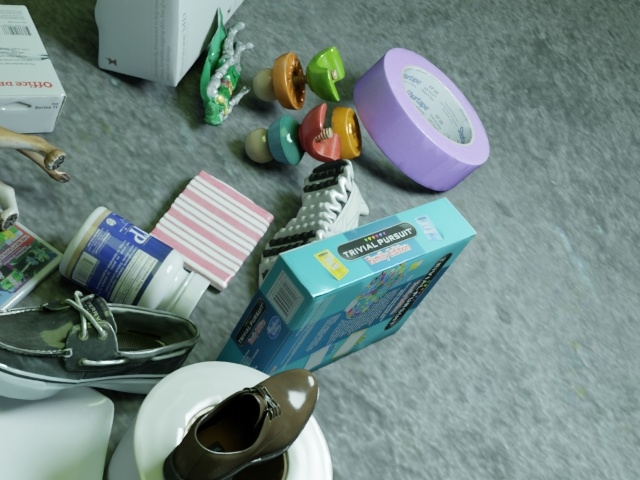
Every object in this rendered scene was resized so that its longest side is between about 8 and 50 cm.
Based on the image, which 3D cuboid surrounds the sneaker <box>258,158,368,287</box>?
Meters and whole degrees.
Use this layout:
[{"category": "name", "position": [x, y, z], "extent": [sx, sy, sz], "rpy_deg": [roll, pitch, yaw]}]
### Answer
[{"category": "sneaker", "position": [0.000, 0.000, 1.595], "extent": [0.118, 0.110, 0.292], "rpy_deg": [57, 45, -30]}]

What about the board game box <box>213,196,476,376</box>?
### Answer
[{"category": "board game box", "position": [0.035, 0.081, 1.424], "extent": [0.336, 0.254, 0.079], "rpy_deg": [-19, 63, -42]}]

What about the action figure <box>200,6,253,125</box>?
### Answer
[{"category": "action figure", "position": [-0.167, -0.285, 1.761], "extent": [0.063, 0.137, 0.232], "rpy_deg": [-5, 50, 19]}]

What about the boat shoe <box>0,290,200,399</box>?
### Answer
[{"category": "boat shoe", "position": [-0.294, 0.114, 1.226], "extent": [0.335, 0.119, 0.121], "rpy_deg": [8, 38, -50]}]

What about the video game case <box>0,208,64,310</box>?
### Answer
[{"category": "video game case", "position": [-0.474, 0.026, 1.332], "extent": [0.183, 0.023, 0.201], "rpy_deg": [36, 41, 2]}]

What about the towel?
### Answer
[{"category": "towel", "position": [-0.171, -0.016, 1.559], "extent": [0.144, 0.029, 0.197], "rpy_deg": [33, 44, -1]}]

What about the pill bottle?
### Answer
[{"category": "pill bottle", "position": [-0.254, 0.045, 1.383], "extent": [0.186, 0.112, 0.112], "rpy_deg": [31, 42, -3]}]

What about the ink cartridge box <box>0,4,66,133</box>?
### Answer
[{"category": "ink cartridge box", "position": [-0.501, -0.264, 1.536], "extent": [0.153, 0.087, 0.208], "rpy_deg": [-6, 54, -36]}]

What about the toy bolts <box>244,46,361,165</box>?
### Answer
[{"category": "toy bolts", "position": [-0.038, -0.198, 1.762], "extent": [0.158, 0.218, 0.228], "rpy_deg": [-8, 39, 19]}]

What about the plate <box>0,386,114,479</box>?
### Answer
[{"category": "plate", "position": [-0.370, 0.211, 1.128], "extent": [0.278, 0.045, 0.277], "rpy_deg": [35, 20, -21]}]

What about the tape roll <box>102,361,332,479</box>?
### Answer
[{"category": "tape roll", "position": [-0.129, 0.291, 1.189], "extent": [0.246, 0.169, 0.246], "rpy_deg": [17, 45, -17]}]

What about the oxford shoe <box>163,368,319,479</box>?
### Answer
[{"category": "oxford shoe", "position": [-0.067, 0.198, 1.116], "extent": [0.083, 0.096, 0.227], "rpy_deg": [43, 41, 13]}]

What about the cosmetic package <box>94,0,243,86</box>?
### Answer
[{"category": "cosmetic package", "position": [-0.249, -0.465, 1.767], "extent": [0.156, 0.217, 0.385], "rpy_deg": [15, 43, 7]}]

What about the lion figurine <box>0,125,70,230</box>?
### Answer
[{"category": "lion figurine", "position": [-0.531, -0.102, 1.318], "extent": [0.240, 0.142, 0.392], "rpy_deg": [35, 24, 13]}]

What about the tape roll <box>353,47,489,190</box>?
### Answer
[{"category": "tape roll", "position": [0.192, -0.228, 1.882], "extent": [0.274, 0.090, 0.275], "rpy_deg": [32, 35, -26]}]
